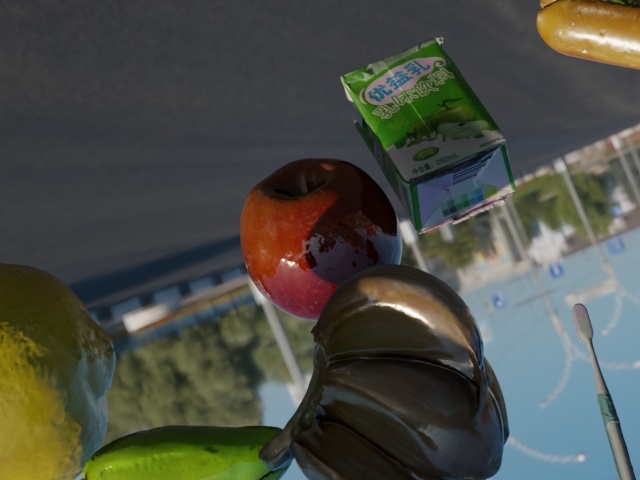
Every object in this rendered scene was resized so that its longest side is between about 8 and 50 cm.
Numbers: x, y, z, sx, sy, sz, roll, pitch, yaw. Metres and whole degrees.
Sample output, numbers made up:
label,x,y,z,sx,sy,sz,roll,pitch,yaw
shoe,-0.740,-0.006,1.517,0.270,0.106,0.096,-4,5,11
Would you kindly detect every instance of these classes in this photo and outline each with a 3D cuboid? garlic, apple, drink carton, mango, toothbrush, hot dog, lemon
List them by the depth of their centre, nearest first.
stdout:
label,x,y,z,sx,sy,sz,roll,pitch,yaw
toothbrush,0.186,0.116,0.841,0.011,0.167,0.014,-9,151,-4
garlic,0.073,0.130,1.098,0.191,0.214,0.160,19,-175,14
hot dog,0.320,-0.197,1.179,0.250,0.068,0.100,13,-136,16
mango,-0.138,0.249,1.398,0.233,0.111,0.125,-11,180,-3
lemon,-0.436,0.193,1.695,0.348,0.348,0.348,-22,179,-1
apple,0.000,0.000,1.782,0.218,0.201,0.218,-13,-151,7
drink carton,0.153,-0.153,1.829,0.161,0.271,0.108,-23,137,-5
